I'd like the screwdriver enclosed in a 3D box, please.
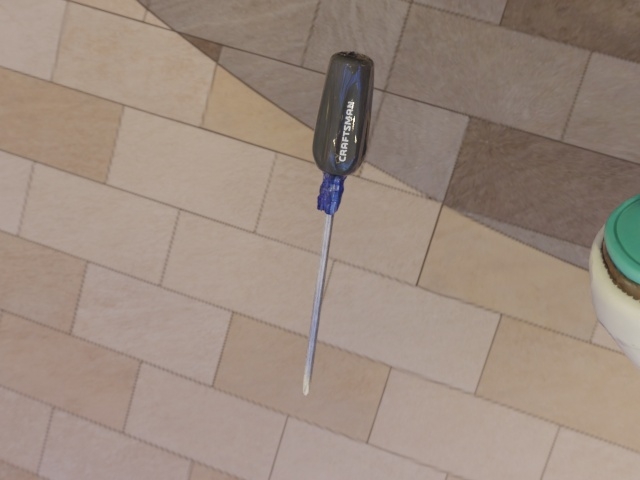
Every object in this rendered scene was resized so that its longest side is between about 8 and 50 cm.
[{"bbox_3d":[0.000,0.000,0.360,0.024,0.025,0.170,33,120,43],"label":"screwdriver"}]

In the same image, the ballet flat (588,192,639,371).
[{"bbox_3d":[0.339,-0.002,0.391,0.400,0.139,0.139,-15,94,15],"label":"ballet flat"}]
